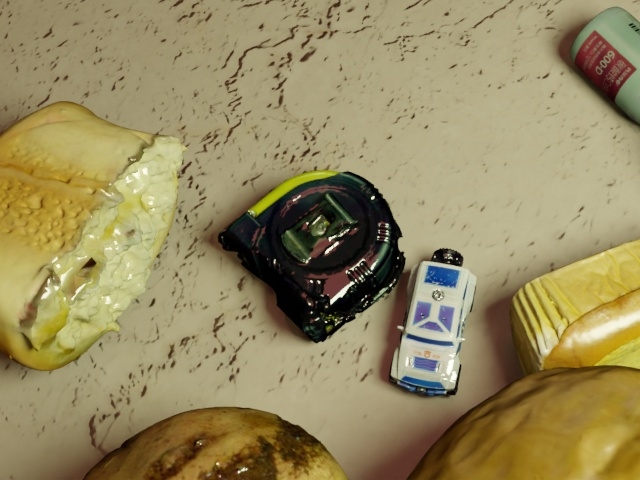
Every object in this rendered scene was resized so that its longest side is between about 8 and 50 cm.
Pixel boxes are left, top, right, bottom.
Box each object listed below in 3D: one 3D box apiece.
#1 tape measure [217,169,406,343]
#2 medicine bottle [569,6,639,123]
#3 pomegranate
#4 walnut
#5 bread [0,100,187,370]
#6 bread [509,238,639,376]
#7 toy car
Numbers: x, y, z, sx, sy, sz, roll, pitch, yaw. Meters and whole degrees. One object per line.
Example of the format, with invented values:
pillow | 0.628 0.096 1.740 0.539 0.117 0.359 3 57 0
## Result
tape measure | 0.000 0.000 1.034 0.186 0.112 0.199 -40 69 -12
medicine bottle | 0.413 -0.190 1.072 0.090 0.090 0.217 -34 68 -8
pomegranate | -0.104 0.316 0.824 0.322 0.322 0.322 -3 67 6
walnut | 0.229 0.305 0.753 0.354 0.308 0.398 42 77 4
bread | -0.319 -0.005 1.030 0.270 0.211 0.316 17 62 22
bread | 0.348 0.086 0.934 0.288 0.152 0.119 -20 42 -3
toy car | 0.132 0.092 0.998 0.080 0.070 0.171 10 69 12
